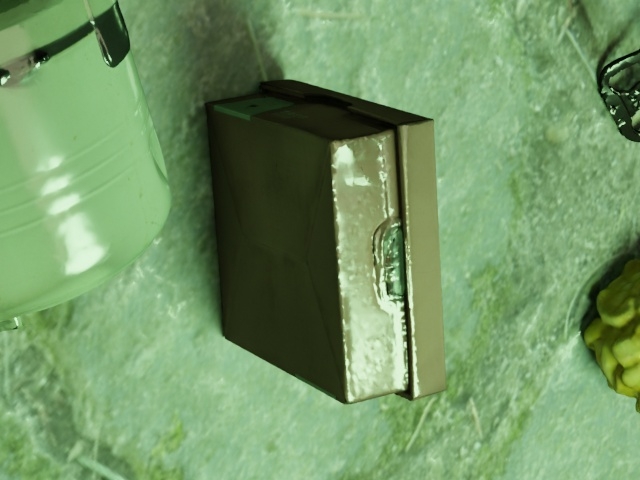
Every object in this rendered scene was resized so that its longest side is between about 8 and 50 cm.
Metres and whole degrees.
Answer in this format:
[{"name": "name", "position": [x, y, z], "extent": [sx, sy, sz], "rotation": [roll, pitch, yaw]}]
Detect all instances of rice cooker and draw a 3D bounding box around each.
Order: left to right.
[{"name": "rice cooker", "position": [-0.219, -0.082, 1.152], "extent": [0.226, 0.226, 0.244], "rotation": [-35, 122, -30]}]

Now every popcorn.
[{"name": "popcorn", "position": [0.351, 0.074, 1.731], "extent": [0.194, 0.163, 0.140], "rotation": [-32, 103, 4]}]

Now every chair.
[{"name": "chair", "position": [0.366, -0.203, 1.723], "extent": [0.229, 0.113, 0.106], "rotation": [-27, 124, 10]}]

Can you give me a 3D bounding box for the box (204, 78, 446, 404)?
[{"name": "box", "position": [0.000, 0.000, 1.357], "extent": [0.086, 0.215, 0.215], "rotation": [-12, 108, -27]}]
